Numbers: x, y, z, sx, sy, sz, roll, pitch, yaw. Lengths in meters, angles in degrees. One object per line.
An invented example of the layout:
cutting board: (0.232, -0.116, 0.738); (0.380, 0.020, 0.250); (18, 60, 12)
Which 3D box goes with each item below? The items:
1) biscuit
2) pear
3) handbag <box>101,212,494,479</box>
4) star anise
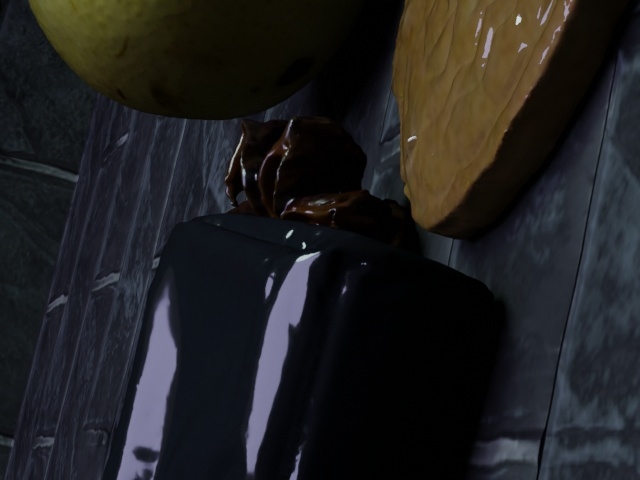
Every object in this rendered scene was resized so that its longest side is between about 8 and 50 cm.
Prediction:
biscuit: (0.132, -0.202, 1.377); (0.365, 0.062, 0.385); (-94, 23, -54)
pear: (-0.113, -0.275, 1.847); (0.348, 0.348, 0.348); (-165, 90, -76)
handbag: (-0.019, 0.140, 1.385); (0.275, 0.178, 0.302); (13, 89, 61)
star anise: (0.000, 0.000, 1.578); (0.220, 0.126, 0.190); (58, 139, 32)
